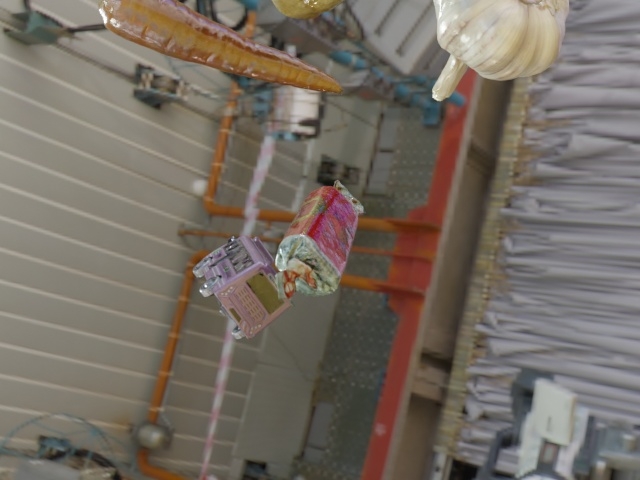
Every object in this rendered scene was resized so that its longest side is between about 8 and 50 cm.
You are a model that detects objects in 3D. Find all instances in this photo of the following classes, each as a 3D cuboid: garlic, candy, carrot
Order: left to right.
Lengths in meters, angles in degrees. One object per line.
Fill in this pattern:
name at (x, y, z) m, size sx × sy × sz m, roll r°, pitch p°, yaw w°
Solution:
carrot at (-0.079, -0.159, 0.877) m, size 0.216 × 0.048 × 0.048 m, roll 19°, pitch -102°, yaw -18°
candy at (0.000, -0.001, 1.324) m, size 0.086 × 0.059 × 0.292 m, roll 52°, pitch -150°, yaw -16°
garlic at (0.213, -0.274, 1.432) m, size 0.199 × 0.226 × 0.199 m, roll 15°, pitch -128°, yaw -21°

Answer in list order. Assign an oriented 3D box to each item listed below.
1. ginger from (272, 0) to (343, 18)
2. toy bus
ginger at (0.091, -0.233, 0.781) m, size 0.118 × 0.299 × 0.065 m, roll 15°, pitch -122°, yaw -65°
toy bus at (-0.097, 0.055, 1.377) m, size 0.098 × 0.178 × 0.086 m, roll -37°, pitch -73°, yaw -3°
